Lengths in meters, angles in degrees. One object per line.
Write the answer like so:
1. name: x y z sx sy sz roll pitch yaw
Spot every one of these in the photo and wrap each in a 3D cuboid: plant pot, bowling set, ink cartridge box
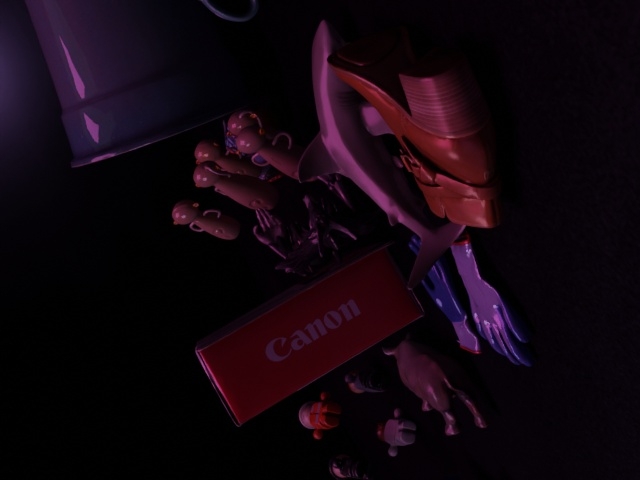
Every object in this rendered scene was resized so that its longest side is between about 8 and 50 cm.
1. plant pot: -0.311 -0.334 1.084 0.334 0.341 0.341 69 167 -15
2. bowling set: -0.141 -0.145 1.102 0.154 0.287 0.199 21 -133 -39
3. ink cartridge box: -0.021 0.132 0.984 0.130 0.310 0.272 60 170 1

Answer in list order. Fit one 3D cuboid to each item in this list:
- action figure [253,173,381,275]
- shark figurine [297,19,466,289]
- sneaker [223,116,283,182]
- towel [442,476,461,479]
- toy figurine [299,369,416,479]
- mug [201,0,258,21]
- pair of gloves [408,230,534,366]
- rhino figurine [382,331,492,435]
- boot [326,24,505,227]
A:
1. action figure: -0.012 -0.025 0.960 0.140 0.164 0.276 56 175 0
2. shark figurine: 0.040 -0.074 0.718 0.278 0.116 0.166 61 171 8
3. sneaker: -0.141 -0.182 1.284 0.262 0.104 0.125 40 155 61
4. towel: 0.270 0.536 1.028 0.227 0.076 0.308 59 -177 -13
5. toy figurine: 0.082 0.405 1.469 0.213 0.210 0.148 57 153 0
6. mug: -0.146 -0.365 0.849 0.157 0.097 0.129 60 169 8
7. pair of gloves: 0.162 0.061 0.740 0.159 0.023 0.198 64 168 -6
8. rhino figurine: 0.155 0.195 0.975 0.106 0.073 0.243 59 171 -13
9. boot: 0.081 -0.098 0.580 0.152 0.073 0.197 63 172 -34
